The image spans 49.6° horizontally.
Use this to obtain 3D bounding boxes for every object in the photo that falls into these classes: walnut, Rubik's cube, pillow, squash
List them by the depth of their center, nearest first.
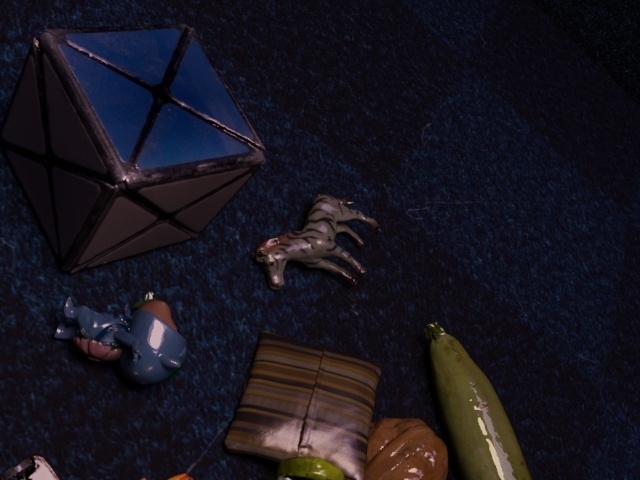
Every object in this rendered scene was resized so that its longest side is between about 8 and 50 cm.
[{"bbox_3d":[-0.281,-0.137,1.008,0.260,0.255,0.259,-16,71,-44],"label":"Rubik's cube"},{"bbox_3d":[-0.019,0.245,1.052,0.208,0.052,0.212,13,48,3],"label":"pillow"},{"bbox_3d":[0.116,0.348,1.064,0.166,0.149,0.166,1,42,-1],"label":"walnut"},{"bbox_3d":[0.271,0.317,1.217,0.118,0.118,0.370,2,57,-36],"label":"squash"}]

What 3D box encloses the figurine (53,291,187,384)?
[{"bbox_3d":[-0.265,0.118,0.960,0.178,0.114,0.144,20,50,-14],"label":"figurine"}]

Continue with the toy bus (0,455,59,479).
[{"bbox_3d":[-0.379,0.320,0.750,0.194,0.088,0.083,-26,80,-41],"label":"toy bus"}]

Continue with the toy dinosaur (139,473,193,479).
[{"bbox_3d":[-0.257,0.382,0.817,0.288,0.070,0.117,-32,83,-39],"label":"toy dinosaur"}]

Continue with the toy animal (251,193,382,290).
[{"bbox_3d":[0.011,0.014,1.242,0.170,0.090,0.255,45,43,1],"label":"toy animal"}]

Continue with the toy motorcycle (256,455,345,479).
[{"bbox_3d":[0.049,0.441,0.926,0.326,0.200,0.191,22,48,-11],"label":"toy motorcycle"}]
